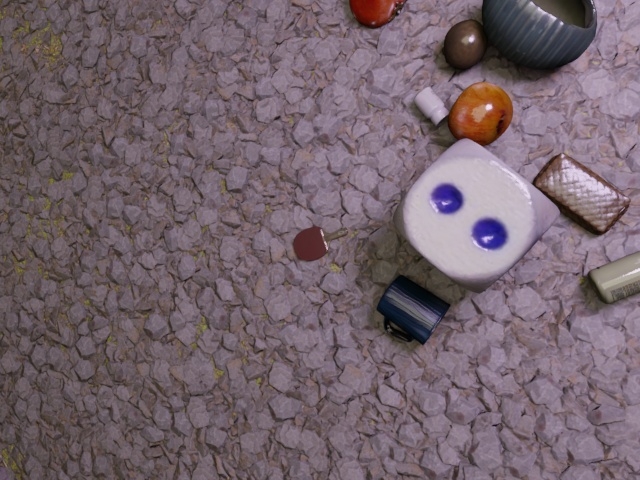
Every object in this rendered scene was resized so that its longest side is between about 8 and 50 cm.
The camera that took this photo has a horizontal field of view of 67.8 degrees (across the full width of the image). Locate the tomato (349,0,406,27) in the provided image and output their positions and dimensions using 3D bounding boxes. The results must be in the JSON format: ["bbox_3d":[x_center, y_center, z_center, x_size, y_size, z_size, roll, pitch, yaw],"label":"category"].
[{"bbox_3d":[0.140,-0.617,1.178,0.159,0.091,0.139,-45,75,15],"label":"tomato"}]

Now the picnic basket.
[{"bbox_3d":[0.568,-0.103,1.039,0.193,0.055,0.110,41,102,14],"label":"picnic basket"}]

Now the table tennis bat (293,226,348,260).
[{"bbox_3d":[0.000,0.000,1.259,0.157,0.013,0.086,-22,80,19],"label":"table tennis bat"}]

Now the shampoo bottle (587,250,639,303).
[{"bbox_3d":[0.654,0.068,0.992,0.162,0.079,0.079,-27,80,17],"label":"shampoo bottle"}]

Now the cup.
[{"bbox_3d":[0.208,0.175,1.129,0.138,0.113,0.150,34,98,18],"label":"cup"}]

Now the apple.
[{"bbox_3d":[0.362,-0.279,1.071,0.147,0.146,0.146,0,89,19],"label":"apple"}]

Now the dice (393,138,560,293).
[{"bbox_3d":[0.327,-0.053,1.018,0.251,0.259,0.243,43,105,14],"label":"dice"}]

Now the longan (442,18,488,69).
[{"bbox_3d":[0.331,-0.453,1.110,0.119,0.106,0.106,-6,86,58],"label":"longan"}]

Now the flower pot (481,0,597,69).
[{"bbox_3d":[0.460,-0.472,1.015,0.243,0.157,0.189,40,76,2],"label":"flower pot"}]

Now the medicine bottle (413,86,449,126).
[{"bbox_3d":[0.269,-0.322,1.147,0.052,0.052,0.089,-39,77,15],"label":"medicine bottle"}]
